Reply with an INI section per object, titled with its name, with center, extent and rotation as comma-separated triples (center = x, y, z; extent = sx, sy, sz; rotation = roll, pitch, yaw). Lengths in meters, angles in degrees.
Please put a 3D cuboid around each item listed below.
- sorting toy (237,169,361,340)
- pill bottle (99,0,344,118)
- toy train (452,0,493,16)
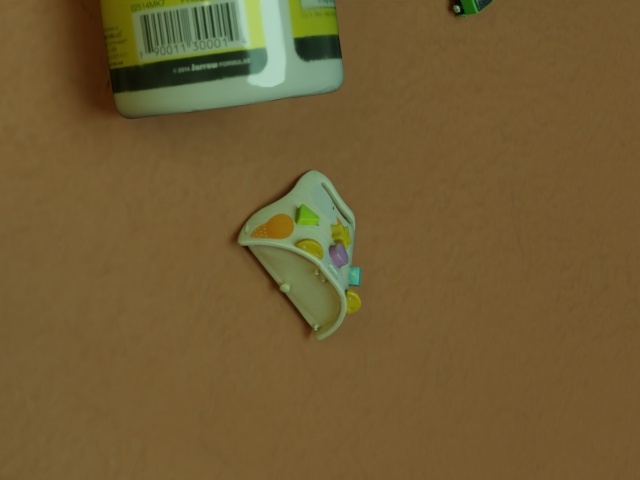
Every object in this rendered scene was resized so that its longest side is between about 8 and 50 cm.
[sorting toy]
center = 0.000, 0.000, 0.912
extent = 0.083, 0.045, 0.075
rotation = 53, 36, -30
[pill bottle]
center = -0.059, -0.171, 0.797
extent = 0.119, 0.119, 0.208
rotation = -13, 98, -44
[toy train]
center = 0.115, -0.169, 1.034
extent = 0.083, 0.024, 0.017
rotation = -41, 116, -37
